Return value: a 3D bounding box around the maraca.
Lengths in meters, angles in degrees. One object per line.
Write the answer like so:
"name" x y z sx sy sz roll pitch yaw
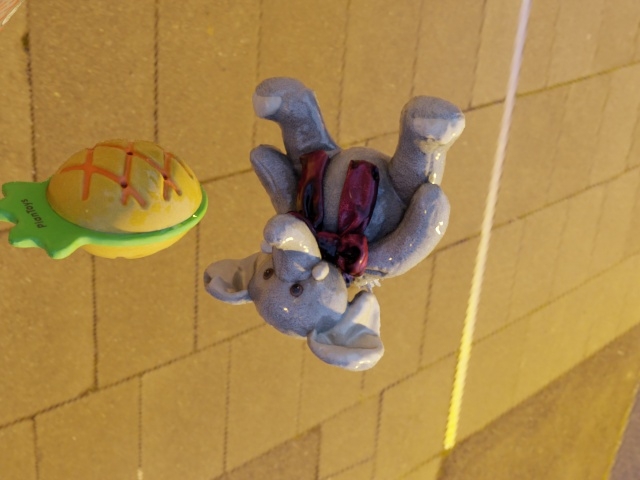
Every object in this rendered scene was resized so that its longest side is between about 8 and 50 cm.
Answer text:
"maraca" -0.186 -0.032 0.770 0.186 0.127 0.099 -16 132 -36

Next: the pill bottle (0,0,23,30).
"pill bottle" -0.218 -0.288 0.552 0.210 0.210 0.363 3 149 -48

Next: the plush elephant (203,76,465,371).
"plush elephant" 0.000 0.000 1.060 0.255 0.272 0.330 -51 148 -39
